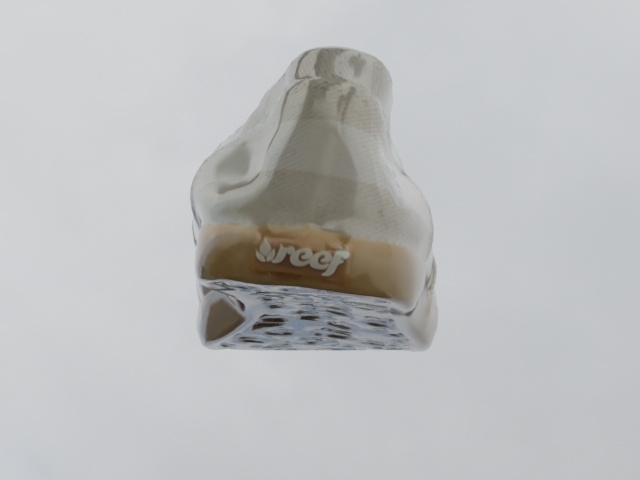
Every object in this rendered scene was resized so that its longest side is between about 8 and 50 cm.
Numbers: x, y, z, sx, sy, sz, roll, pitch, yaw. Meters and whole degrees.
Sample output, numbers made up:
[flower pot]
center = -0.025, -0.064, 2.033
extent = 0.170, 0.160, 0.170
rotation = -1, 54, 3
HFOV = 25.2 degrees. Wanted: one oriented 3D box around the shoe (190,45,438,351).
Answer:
[shoe]
center = 0.000, 0.000, 0.421
extent = 0.077, 0.058, 0.219
rotation = 2, -9, -2
